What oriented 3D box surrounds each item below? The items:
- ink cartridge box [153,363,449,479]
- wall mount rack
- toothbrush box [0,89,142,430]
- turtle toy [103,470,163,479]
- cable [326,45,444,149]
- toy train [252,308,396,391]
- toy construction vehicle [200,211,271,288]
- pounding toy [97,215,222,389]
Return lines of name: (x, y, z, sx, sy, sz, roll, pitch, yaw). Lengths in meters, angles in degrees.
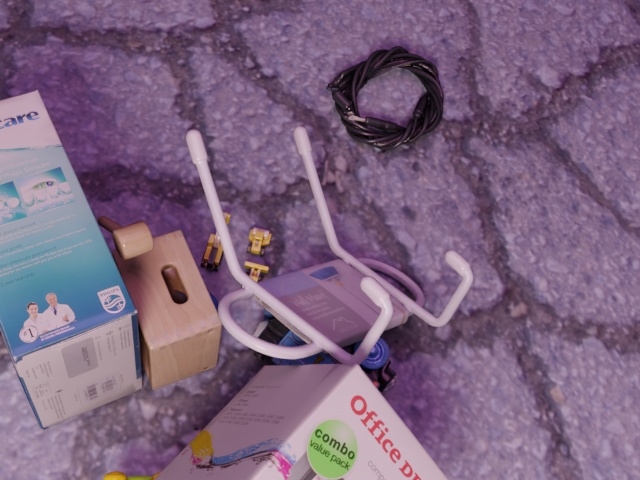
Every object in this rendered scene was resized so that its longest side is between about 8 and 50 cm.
ink cartridge box: (-0.041, 0.277, 0.784, 0.270, 0.197, 0.198, -44, 104, -28)
wall mount rack: (0.000, 0.000, 0.943, 0.304, 0.130, 0.350, 37, 25, 24)
toothbrush box: (-0.308, 0.024, 0.907, 0.126, 0.216, 0.295, -22, 65, -21)
turtle toy: (-0.175, 0.286, 0.865, 0.130, 0.066, 0.095, 3, 83, -12)
cable: (0.110, -0.212, 1.215, 0.184, 0.047, 0.150, -27, 68, -24)
toy train: (0.000, 0.133, 0.981, 0.184, 0.080, 0.105, 37, 67, 11)
toy construction vehicle: (-0.104, 0.015, 1.053, 0.085, 0.035, 0.098, 17, 59, 0)
pounding toy: (-0.177, 0.037, 0.927, 0.094, 0.206, 0.181, -18, 65, -20)
